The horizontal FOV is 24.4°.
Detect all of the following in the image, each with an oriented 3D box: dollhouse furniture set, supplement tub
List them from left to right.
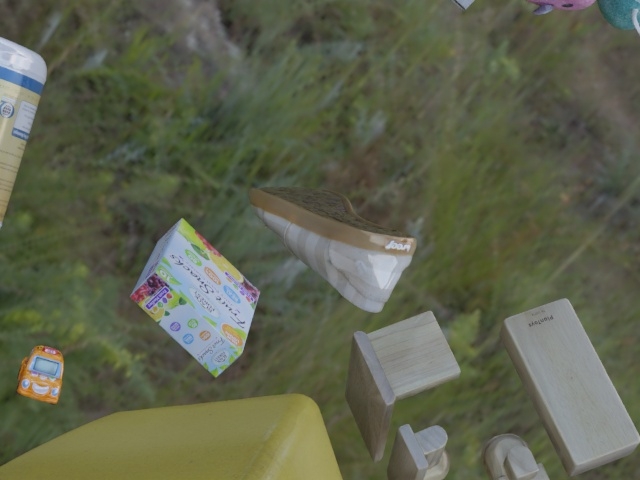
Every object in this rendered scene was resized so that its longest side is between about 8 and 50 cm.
[{"bbox_3d":[-0.321,-0.077,1.229,0.144,0.200,0.144,16,-1,0],"label":"supplement tub"},{"bbox_3d":[0.116,0.127,1.058,0.151,0.123,0.144,-19,65,-12],"label":"dollhouse furniture set"}]

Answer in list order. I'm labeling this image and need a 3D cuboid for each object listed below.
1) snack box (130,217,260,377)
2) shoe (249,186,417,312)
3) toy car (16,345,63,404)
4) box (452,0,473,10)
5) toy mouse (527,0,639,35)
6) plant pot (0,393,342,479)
[{"bbox_3d":[-0.105,0.046,1.274,0.100,0.037,0.141,43,17,-10],"label":"snack box"},{"bbox_3d":[0.000,0.000,1.131,0.076,0.058,0.219,2,12,-26],"label":"shoe"},{"bbox_3d":[-0.256,0.089,1.186,0.122,0.041,0.060,23,12,3],"label":"toy car"},{"bbox_3d":[0.106,-0.266,0.963,0.145,0.186,0.038,49,11,24],"label":"box"},{"bbox_3d":[0.130,-0.137,0.756,0.161,0.031,0.143,-12,62,-42],"label":"toy mouse"},{"bbox_3d":[-0.077,0.198,0.820,0.187,0.212,0.212,-55,131,-59],"label":"plant pot"}]
